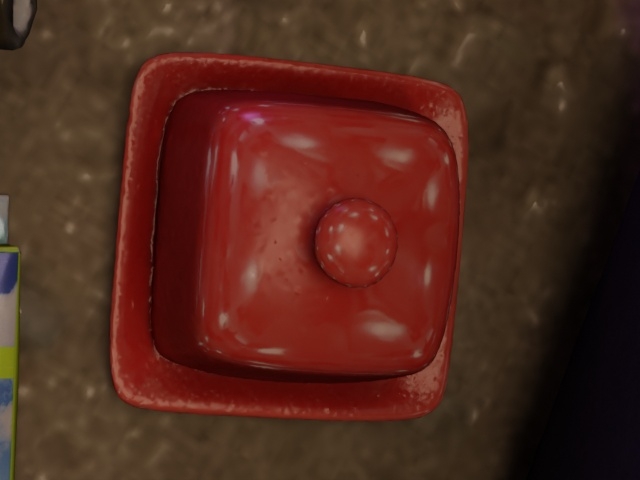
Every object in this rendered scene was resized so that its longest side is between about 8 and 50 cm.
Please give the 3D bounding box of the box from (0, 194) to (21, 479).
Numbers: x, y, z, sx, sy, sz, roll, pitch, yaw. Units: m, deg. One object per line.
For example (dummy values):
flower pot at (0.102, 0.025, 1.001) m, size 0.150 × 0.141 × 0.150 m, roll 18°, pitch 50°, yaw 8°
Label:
box at (-0.181, 0.069, 0.710) m, size 0.109 × 0.042 × 0.178 m, roll 1°, pitch 91°, yaw -17°

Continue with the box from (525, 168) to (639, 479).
box at (0.278, 0.160, 0.572) m, size 0.297 × 0.480 × 0.472 m, roll 17°, pitch 100°, yaw -16°

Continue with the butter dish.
butter dish at (0.000, 0.000, 0.724) m, size 0.160 × 0.118 × 0.160 m, roll 5°, pitch 89°, yaw -16°

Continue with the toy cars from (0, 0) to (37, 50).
toy cars at (-0.054, -0.189, 0.604) m, size 0.393 × 0.087 × 0.176 m, roll -33°, pitch 62°, yaw -23°
